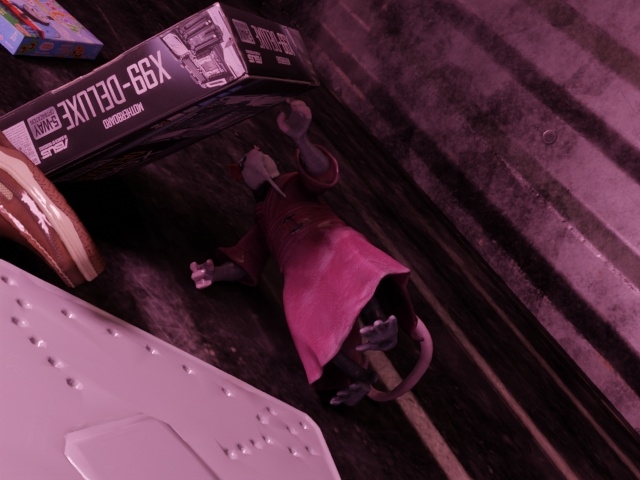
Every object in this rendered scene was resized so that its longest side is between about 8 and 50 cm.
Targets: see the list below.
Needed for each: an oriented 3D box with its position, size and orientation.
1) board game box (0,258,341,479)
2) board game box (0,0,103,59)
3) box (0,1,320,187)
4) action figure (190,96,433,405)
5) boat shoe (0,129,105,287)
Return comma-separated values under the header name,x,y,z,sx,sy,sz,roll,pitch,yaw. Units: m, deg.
name,x,y,z,sx,sy,sz,roll,pitch,yaw
board game box,-0.119,0.176,0.463,0.389,0.050,0.390,33,10,-24
board game box,-0.459,-0.349,1.081,0.160,0.039,0.211,42,17,2
box,-0.178,-0.148,0.772,0.077,0.307,0.242,68,18,-4
action figure,0.000,0.000,0.890,0.275,0.248,0.370,20,31,-49
boat shoe,-0.293,-0.033,0.617,0.257,0.095,0.095,40,-22,28
